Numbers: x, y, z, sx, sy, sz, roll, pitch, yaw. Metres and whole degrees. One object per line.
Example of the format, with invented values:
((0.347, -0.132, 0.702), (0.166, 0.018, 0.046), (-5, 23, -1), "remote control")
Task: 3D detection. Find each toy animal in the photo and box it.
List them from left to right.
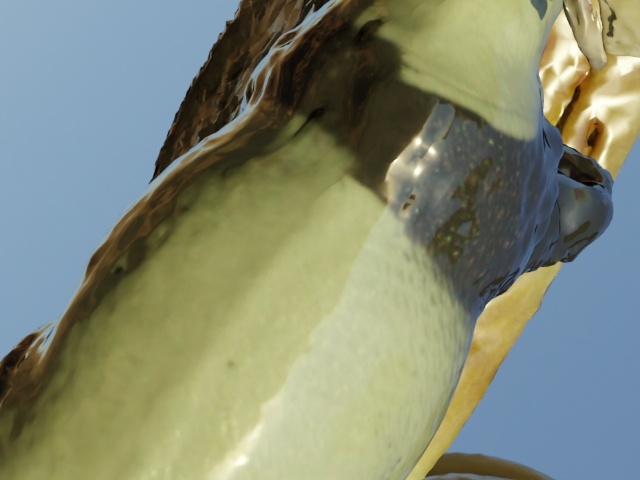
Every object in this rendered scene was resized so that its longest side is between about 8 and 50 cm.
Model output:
((0.000, 0.000, 0.427), (0.225, 0.094, 0.121), (-54, 170, -1), "toy animal")

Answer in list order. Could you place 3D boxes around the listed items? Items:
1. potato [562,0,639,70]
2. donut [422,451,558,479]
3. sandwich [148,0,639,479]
((0.082, -0.092, 0.357), (0.086, 0.122, 0.061), (1, -145, 21), "potato")
((0.096, 0.382, 1.577), (0.449, 0.198, 0.448), (-1, -117, 3), "donut")
((0.020, -0.050, 0.823), (0.271, 0.099, 0.301), (-59, -159, 5), "sandwich")
